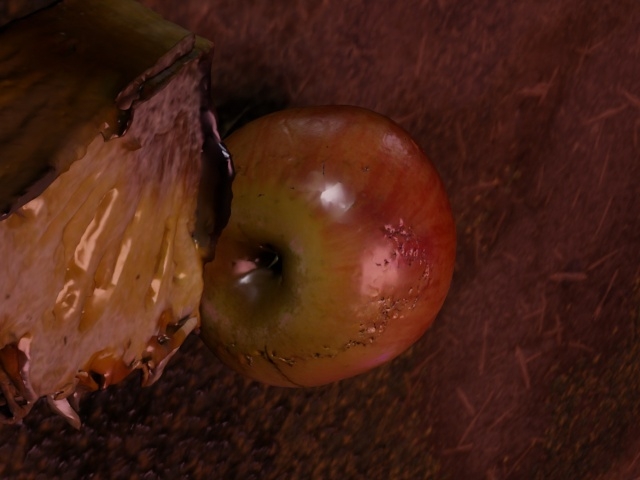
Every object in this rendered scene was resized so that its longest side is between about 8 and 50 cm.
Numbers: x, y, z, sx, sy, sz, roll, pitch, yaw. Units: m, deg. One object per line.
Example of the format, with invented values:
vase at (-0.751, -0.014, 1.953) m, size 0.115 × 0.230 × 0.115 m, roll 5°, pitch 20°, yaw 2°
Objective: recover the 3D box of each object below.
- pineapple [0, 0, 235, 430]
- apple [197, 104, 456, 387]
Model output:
pineapple at (-0.117, -0.019, 0.767) m, size 0.186 × 0.114 × 0.236 m, roll -62°, pitch 156°, yaw 3°
apple at (0.000, 0.000, 0.884) m, size 0.146 × 0.146 × 0.146 m, roll -32°, pitch 137°, yaw -35°
